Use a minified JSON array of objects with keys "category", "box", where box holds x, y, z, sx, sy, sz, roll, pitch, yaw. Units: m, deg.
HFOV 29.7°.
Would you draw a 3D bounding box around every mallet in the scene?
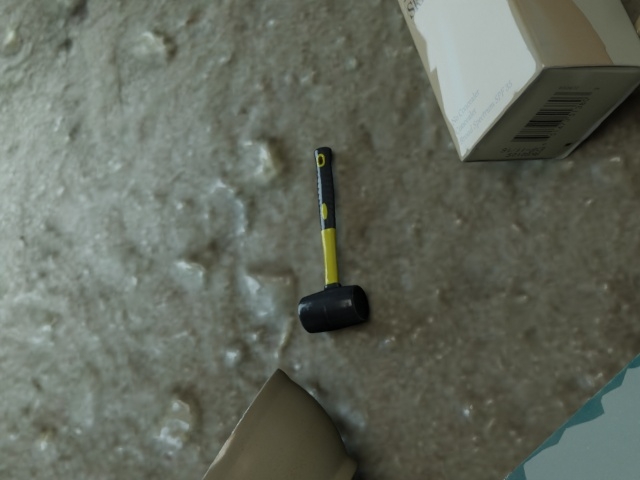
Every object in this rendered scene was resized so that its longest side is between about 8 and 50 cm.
[{"category":"mallet","box":[0.000,0.000,1.163,0.062,0.039,0.189,-22,61,22]}]

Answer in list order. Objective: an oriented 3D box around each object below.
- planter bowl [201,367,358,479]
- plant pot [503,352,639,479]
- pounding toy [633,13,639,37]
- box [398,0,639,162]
[{"category":"planter bowl","box":[-0.036,0.208,1.056,0.109,0.162,0.162,32,90,5]},{"category":"plant pot","box":[0.283,0.215,0.886,0.165,0.166,0.234,-45,69,8]},{"category":"pounding toy","box":[0.358,-0.190,1.011,0.181,0.094,0.206,-28,55,22]},{"category":"box","box":[0.154,-0.237,1.073,0.148,0.121,0.311,-54,48,50]}]
